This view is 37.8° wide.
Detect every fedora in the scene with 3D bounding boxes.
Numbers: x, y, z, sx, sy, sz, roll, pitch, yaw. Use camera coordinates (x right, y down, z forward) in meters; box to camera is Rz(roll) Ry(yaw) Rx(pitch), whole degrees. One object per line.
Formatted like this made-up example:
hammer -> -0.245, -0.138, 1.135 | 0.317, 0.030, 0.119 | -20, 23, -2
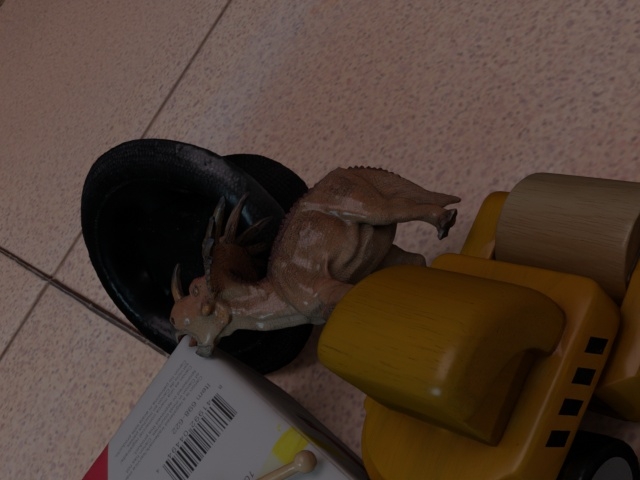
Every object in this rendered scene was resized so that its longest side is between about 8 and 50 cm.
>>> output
fedora -> -0.114, -0.001, 1.072 | 0.334, 0.334, 0.152 | -5, 24, 42

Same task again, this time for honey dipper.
honey dipper -> -0.071, 0.205, 0.749 | 0.161, 0.030, 0.030 | -32, 43, 18

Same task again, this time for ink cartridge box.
ink cartridge box -> -0.062, 0.299, 0.817 | 0.279, 0.160, 0.385 | -53, 39, -4

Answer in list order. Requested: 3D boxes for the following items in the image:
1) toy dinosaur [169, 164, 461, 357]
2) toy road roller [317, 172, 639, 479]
toy dinosaur -> 0.000, 0.000, 0.871 | 0.200, 0.127, 0.296 | 36, 66, 28
toy road roller -> 0.148, 0.066, 0.731 | 0.203, 0.241, 0.329 | 11, 69, 47
